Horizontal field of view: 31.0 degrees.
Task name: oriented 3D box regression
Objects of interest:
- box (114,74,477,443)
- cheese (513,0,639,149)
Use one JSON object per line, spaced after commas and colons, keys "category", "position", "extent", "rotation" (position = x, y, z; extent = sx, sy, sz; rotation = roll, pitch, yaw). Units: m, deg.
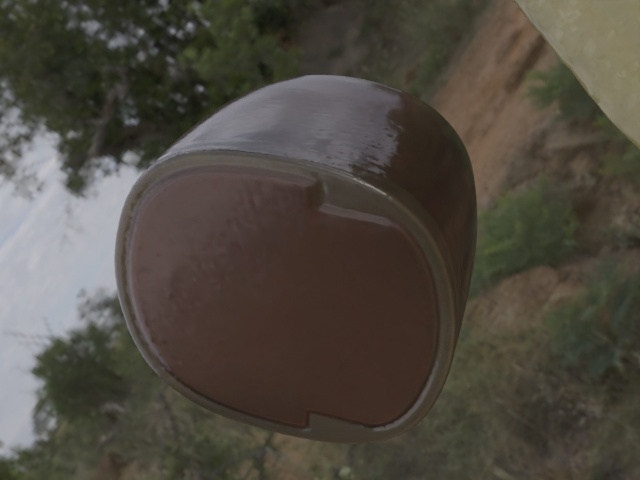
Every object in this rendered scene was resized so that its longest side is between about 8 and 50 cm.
{"category": "box", "position": [0.000, 0.000, 0.994], "extent": [0.301, 0.301, 0.216], "rotation": [-52, 3, 38]}
{"category": "cheese", "position": [0.244, -0.137, 0.632], "extent": [0.104, 0.384, 0.384], "rotation": [-43, 14, 52]}
